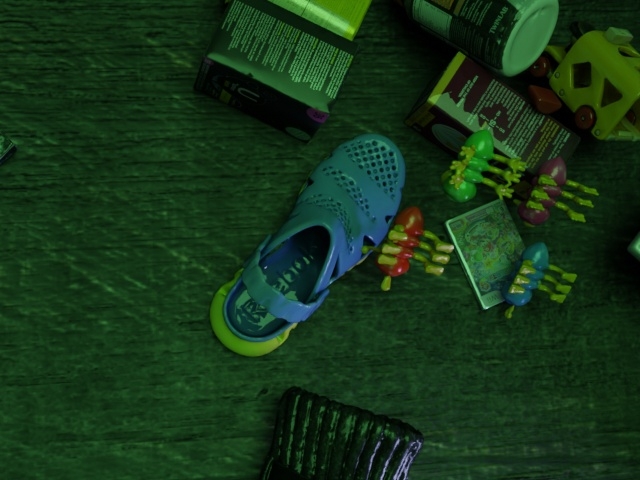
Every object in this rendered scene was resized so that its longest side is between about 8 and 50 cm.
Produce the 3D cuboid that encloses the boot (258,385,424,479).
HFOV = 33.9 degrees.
[{"bbox_3d":[0.075,0.338,1.188,0.348,0.131,0.260,25,76,-6],"label":"boot"}]

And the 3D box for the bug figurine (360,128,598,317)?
[{"bbox_3d":[0.194,-0.017,1.230,0.279,0.072,0.216,15,114,-29],"label":"bug figurine"}]

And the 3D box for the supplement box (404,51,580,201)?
[{"bbox_3d":[0.213,-0.138,1.315,0.188,0.104,0.081,34,76,-4],"label":"supplement box"}]

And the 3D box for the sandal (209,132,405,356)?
[{"bbox_3d":[0.000,0.000,1.231,0.126,0.138,0.317,36,73,-2],"label":"sandal"}]

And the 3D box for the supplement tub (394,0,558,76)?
[{"bbox_3d":[0.185,-0.292,1.290,0.190,0.117,0.117,38,73,28],"label":"supplement tub"}]

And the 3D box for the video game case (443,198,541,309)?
[{"bbox_3d":[0.219,0.016,1.337,0.087,0.011,0.122,-23,86,-15],"label":"video game case"}]

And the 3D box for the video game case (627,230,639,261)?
[{"bbox_3d":[0.522,-0.007,1.296,0.206,0.026,0.227,41,78,-3],"label":"video game case"}]

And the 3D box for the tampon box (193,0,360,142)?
[{"bbox_3d":[-0.055,-0.208,1.261,0.161,0.120,0.101,25,75,-7],"label":"tampon box"}]

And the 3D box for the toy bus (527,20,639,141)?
[{"bbox_3d":[0.348,-0.215,1.307,0.202,0.104,0.191,28,36,-6],"label":"toy bus"}]

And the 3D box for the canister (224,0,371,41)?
[{"bbox_3d":[-0.025,-0.312,1.302,0.170,0.073,0.126,28,56,-7],"label":"canister"}]

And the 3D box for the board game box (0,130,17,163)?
[{"bbox_3d":[-0.463,-0.132,1.212,0.186,0.026,0.126,45,74,-1],"label":"board game box"}]
